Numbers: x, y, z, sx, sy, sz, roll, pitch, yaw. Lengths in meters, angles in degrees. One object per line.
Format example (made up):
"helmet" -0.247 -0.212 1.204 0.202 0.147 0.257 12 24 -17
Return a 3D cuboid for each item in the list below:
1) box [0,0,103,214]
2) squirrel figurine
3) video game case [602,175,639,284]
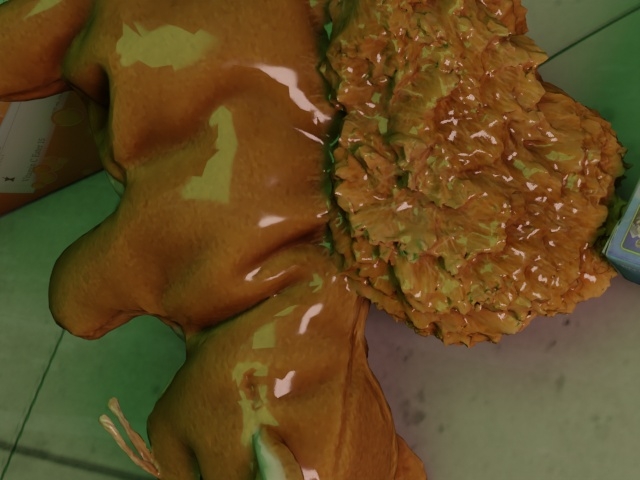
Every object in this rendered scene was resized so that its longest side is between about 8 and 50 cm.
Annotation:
"box" -0.227 -0.175 1.060 0.345 0.215 0.168 -22 63 20
"squirrel figurine" 0.000 0.000 0.850 0.396 0.281 0.371 -20 69 23
"video game case" 0.337 -0.048 0.741 0.269 0.061 0.244 22 81 31
